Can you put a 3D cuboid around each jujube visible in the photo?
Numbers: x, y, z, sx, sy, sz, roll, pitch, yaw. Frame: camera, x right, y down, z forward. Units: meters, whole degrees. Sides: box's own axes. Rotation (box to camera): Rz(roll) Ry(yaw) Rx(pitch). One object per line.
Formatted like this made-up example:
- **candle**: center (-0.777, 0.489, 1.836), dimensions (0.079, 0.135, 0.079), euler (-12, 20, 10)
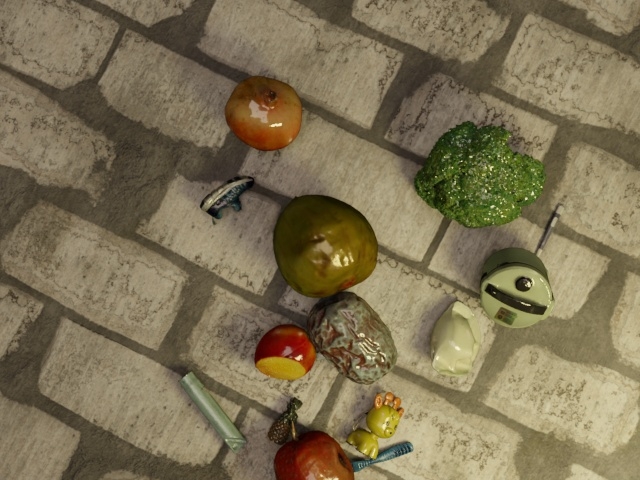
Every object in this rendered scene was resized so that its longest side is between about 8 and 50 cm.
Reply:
- **jujube**: center (0.105, 0.317, 1.823), dimensions (0.226, 0.226, 0.317), euler (-37, 99, 1)

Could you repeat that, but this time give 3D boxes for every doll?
- **doll**: center (0.191, 0.606, 1.867), dimensions (0.143, 0.135, 0.220), euler (35, 82, -28)

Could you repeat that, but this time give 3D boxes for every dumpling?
- **dumpling**: center (0.456, 0.334, 1.869), dimensions (0.180, 0.131, 0.251), euler (24, 67, -16)

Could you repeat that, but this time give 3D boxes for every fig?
- **fig**: center (0.004, 0.008, 1.799), dimensions (0.344, 0.343, 0.342), euler (0, 88, 3)

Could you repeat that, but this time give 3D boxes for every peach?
- **peach**: center (-0.116, 0.372, 1.846), dimensions (0.190, 0.190, 0.192), euler (46, 69, 3)

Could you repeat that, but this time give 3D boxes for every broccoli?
- **broccoli**: center (0.499, -0.200, 1.795), dimensions (0.414, 0.321, 0.309), euler (-3, 79, 19)

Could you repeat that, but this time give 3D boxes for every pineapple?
- **pineapple**: center (-0.115, 0.602, 1.898), dimensions (0.074, 0.074, 0.159), euler (31, 87, 3)

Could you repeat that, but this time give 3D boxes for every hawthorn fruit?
- **hawthorn fruit**: center (-0.024, 0.742, 1.807), dimensions (0.262, 0.258, 0.258), euler (30, 89, 22)

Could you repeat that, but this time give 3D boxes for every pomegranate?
- **pomegranate**: center (-0.179, -0.419, 1.838), dimensions (0.252, 0.270, 0.228), euler (22, 81, -4)

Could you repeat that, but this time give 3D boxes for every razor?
- **razor**: center (0.191, 0.730, 1.893), dimensions (0.254, 0.042, 0.081), euler (-19, 86, 1)

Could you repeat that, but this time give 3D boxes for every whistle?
- **whistle**: center (-0.365, 0.578, 1.912), dimensions (0.062, 0.062, 0.312), euler (-39, 87, 1)

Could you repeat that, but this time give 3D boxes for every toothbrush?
- **toothbrush**: center (0.749, 0.010, 1.902), dimensions (0.024, 0.026, 0.287), euler (27, 89, 0)

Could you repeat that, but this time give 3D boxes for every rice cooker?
- **rice cooker**: center (0.613, 0.152, 1.782), dimensions (0.226, 0.244, 0.225), euler (4, 108, 13)

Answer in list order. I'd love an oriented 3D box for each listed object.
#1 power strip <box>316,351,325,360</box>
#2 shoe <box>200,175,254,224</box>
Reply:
- **power strip**: center (0.021, 0.385, 1.924), dimensions (0.083, 0.017, 0.027), euler (-17, 88, 2)
- **shoe**: center (-0.308, -0.145, 1.933), dimensions (0.207, 0.091, 0.106), euler (-39, 109, -4)
